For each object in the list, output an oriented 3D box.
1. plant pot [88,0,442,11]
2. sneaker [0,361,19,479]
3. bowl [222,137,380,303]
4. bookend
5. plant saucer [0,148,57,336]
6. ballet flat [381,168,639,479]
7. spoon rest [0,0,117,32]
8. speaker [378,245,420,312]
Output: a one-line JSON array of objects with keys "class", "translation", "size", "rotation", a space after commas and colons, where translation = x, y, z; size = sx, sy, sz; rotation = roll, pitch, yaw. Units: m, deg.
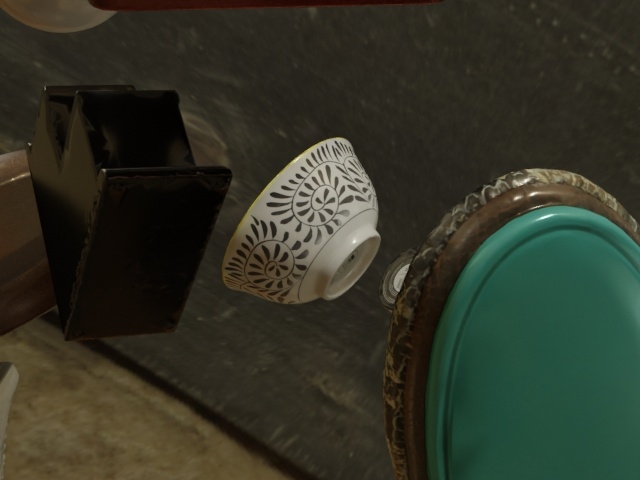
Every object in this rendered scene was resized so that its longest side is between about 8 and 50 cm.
[{"class": "plant pot", "translation": [-0.037, -0.251, 0.629], "size": [0.267, 0.267, 0.236], "rotation": [-4, 114, -13]}, {"class": "sneaker", "translation": [-0.282, 0.167, 1.010], "size": [0.053, 0.061, 0.152], "rotation": [-11, 42, 32]}, {"class": "bowl", "translation": [0.000, 0.000, 1.096], "size": [0.080, 0.170, 0.170], "rotation": [39, 90, 19]}, {"class": "bookend", "translation": [-0.123, -0.047, 0.751], "size": [0.072, 0.156, 0.157], "rotation": [-4, 54, -24]}, {"class": "plant saucer", "translation": [-0.292, 0.010, 1.087], "size": [0.310, 0.310, 0.050], "rotation": [-33, 75, 2]}, {"class": "ballet flat", "translation": [0.138, 0.159, 0.660], "size": [0.164, 0.182, 0.483], "rotation": [-30, 114, -4]}, {"class": "spoon rest", "translation": [-0.148, -0.265, 0.953], "size": [0.276, 0.084, 0.137], "rotation": [-30, 107, 16]}, {"class": "speaker", "translation": [0.106, 0.061, 0.924], "size": [0.136, 0.055, 0.055], "rotation": [37, 90, -34]}]
